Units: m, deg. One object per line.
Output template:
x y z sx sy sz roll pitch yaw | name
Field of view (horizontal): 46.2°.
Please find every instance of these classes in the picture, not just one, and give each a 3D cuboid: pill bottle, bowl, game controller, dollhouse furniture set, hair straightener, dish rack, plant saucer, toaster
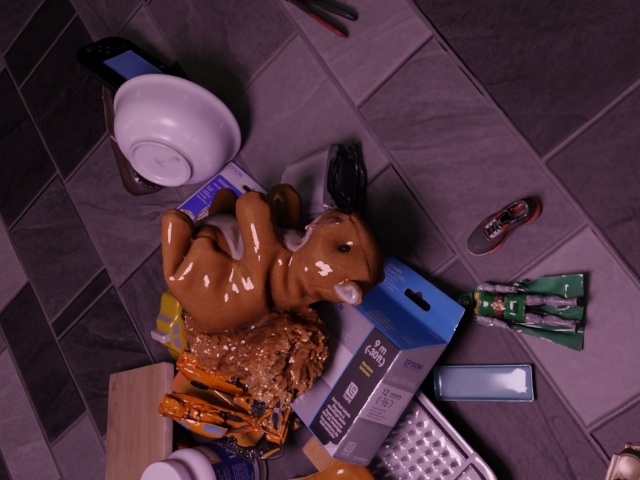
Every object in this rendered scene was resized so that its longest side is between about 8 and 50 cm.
-0.246 0.509 1.590 0.153 0.264 0.153 -2 86 31 | pill bottle
-0.336 -0.214 1.666 0.298 0.298 0.134 -9 50 31 | bowl
-0.425 -0.386 1.796 0.319 0.166 0.067 36 142 11 | game controller
0.526 0.400 1.165 0.161 0.182 0.101 21 97 32 | dollhouse furniture set
-0.004 -0.533 1.647 0.230 0.047 0.089 42 108 32 | hair straightener
0.166 0.437 1.453 0.333 0.072 0.285 47 111 25 | dish rack
0.305 0.267 1.409 0.192 0.018 0.067 -7 83 32 | plant saucer
0.001 -0.097 1.543 0.146 0.129 0.227 -15 55 33 | toaster

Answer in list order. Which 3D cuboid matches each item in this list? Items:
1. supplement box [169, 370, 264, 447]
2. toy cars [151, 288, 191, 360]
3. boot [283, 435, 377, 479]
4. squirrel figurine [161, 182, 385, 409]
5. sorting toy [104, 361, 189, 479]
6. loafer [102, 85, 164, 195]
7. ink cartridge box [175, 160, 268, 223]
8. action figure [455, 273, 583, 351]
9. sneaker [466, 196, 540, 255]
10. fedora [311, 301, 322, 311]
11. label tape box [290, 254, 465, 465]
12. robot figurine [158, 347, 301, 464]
-0.214 0.356 1.654 0.233 0.080 0.078 39 111 11 | supplement box
-0.304 0.146 1.663 0.176 0.087 0.394 52 138 22 | toy cars
0.004 0.534 1.454 0.211 0.104 0.295 44 117 29 | boot
-0.068 0.094 1.388 0.370 0.281 0.397 3 96 14 | squirrel figurine
-0.397 0.431 1.753 0.255 0.089 0.257 -19 66 43 | sorting toy
-0.482 -0.272 1.868 0.130 0.134 0.366 -31 65 45 | loafer
-0.209 -0.053 1.713 0.208 0.045 0.206 -43 63 -12 | ink cartridge box
0.355 0.121 1.366 0.232 0.063 0.137 3 91 36 | action figure
0.328 -0.031 1.386 0.158 0.065 0.061 -42 67 23 | sneaker
-0.102 0.140 1.575 0.243 0.124 0.275 0 90 16 | fedora
0.082 0.208 1.430 0.348 0.115 0.249 -59 39 7 | label tape box
-0.176 0.338 1.564 0.291 0.085 0.211 18 61 -2 | robot figurine
